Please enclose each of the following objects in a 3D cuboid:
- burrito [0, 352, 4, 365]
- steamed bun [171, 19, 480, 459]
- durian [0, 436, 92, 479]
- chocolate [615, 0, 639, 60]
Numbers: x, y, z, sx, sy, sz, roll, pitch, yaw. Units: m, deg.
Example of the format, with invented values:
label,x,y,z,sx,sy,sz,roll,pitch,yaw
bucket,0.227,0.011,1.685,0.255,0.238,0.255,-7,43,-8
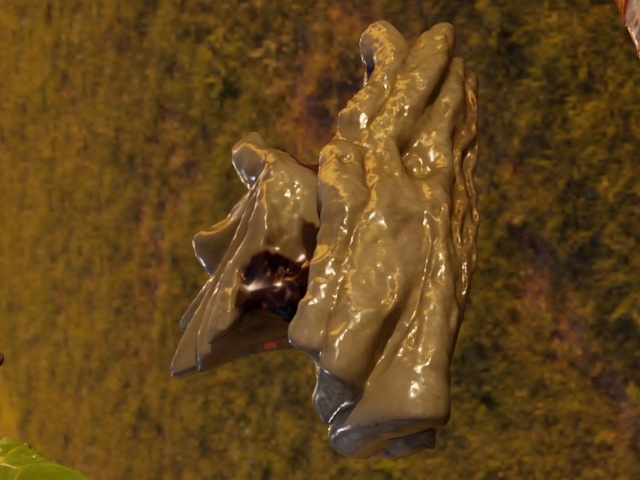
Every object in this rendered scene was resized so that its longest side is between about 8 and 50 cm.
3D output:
label,x,y,z,sx,sy,sz,roll,pitch,yaw
burrito,-0.212,0.013,0.556,0.051,0.171,0.042,-53,-1,18
steamed bun,0.000,0.000,1.024,0.247,0.189,0.428,117,168,-46
durian,-0.282,0.260,1.189,0.106,0.375,0.132,135,159,-73
chocolate,0.410,-0.208,1.165,0.235,0.237,0.108,-90,9,-51
